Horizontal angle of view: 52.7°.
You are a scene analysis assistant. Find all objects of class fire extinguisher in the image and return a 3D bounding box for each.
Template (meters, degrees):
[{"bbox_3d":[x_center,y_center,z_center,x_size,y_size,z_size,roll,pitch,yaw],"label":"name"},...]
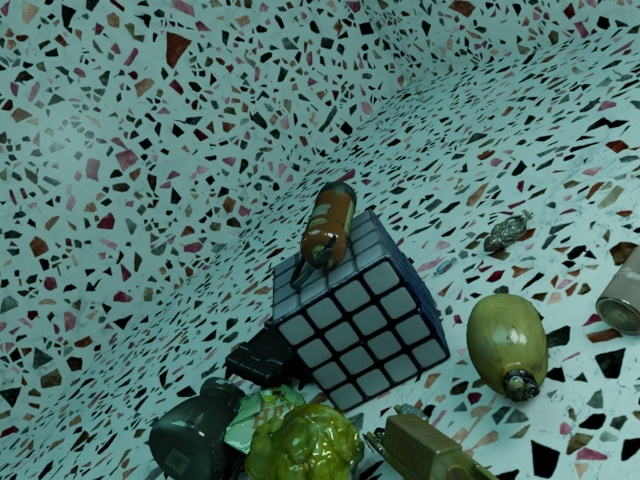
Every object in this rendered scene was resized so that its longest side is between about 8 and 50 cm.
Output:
[{"bbox_3d":[0.011,0.002,1.644,0.376,0.113,0.200,-73,0,-61],"label":"fire extinguisher"}]

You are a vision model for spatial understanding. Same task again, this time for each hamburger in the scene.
[{"bbox_3d":[-0.140,0.473,1.674,0.235,0.125,0.214,3,52,46],"label":"hamburger"}]

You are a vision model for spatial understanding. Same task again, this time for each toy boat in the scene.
[{"bbox_3d":[0.227,0.421,1.224,0.136,0.162,0.445,-39,21,-14],"label":"toy boat"}]

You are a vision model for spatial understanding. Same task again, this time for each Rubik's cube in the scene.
[{"bbox_3d":[0.097,0.176,1.711,0.344,0.337,0.344,-32,20,10],"label":"Rubik's cube"}]

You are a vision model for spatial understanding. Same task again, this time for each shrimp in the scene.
[{"bbox_3d":[0.541,-0.029,1.846,0.190,0.074,0.073,-29,-13,-10],"label":"shrimp"}]

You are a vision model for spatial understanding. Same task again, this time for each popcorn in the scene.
[{"bbox_3d":[-0.036,0.479,1.419,0.277,0.225,0.276,-27,21,11],"label":"popcorn"}]

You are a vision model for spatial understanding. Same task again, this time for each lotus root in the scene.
[{"bbox_3d":[0.394,0.233,1.344,0.183,0.182,0.310,-29,22,19],"label":"lotus root"}]

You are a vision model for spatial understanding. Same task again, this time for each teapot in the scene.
[{"bbox_3d":[-0.302,0.537,1.790,0.224,0.305,0.285,9,29,22],"label":"teapot"}]

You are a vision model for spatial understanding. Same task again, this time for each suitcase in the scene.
[{"bbox_3d":[-0.131,0.328,1.983,0.206,0.066,0.285,14,40,36],"label":"suitcase"}]

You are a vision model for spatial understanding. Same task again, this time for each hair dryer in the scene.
[{"bbox_3d":[0.732,0.110,1.239,0.189,0.106,0.344,-43,31,-23],"label":"hair dryer"}]

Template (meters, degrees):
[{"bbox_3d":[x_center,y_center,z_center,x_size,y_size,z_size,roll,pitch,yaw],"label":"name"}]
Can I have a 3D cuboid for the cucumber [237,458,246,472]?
[{"bbox_3d":[-0.172,0.553,1.746,0.036,0.033,0.184,-52,5,44],"label":"cucumber"}]

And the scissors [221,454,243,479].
[{"bbox_3d":[-0.201,0.545,1.790,0.109,0.022,0.300,-55,3,31],"label":"scissors"}]

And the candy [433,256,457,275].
[{"bbox_3d":[0.374,0.078,1.934,0.083,0.020,0.030,-38,19,-4],"label":"candy"}]

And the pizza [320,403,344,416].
[{"bbox_3d":[0.013,0.467,1.627,0.131,0.041,0.178,-39,18,9],"label":"pizza"}]

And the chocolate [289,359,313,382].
[{"bbox_3d":[-0.021,0.360,1.848,0.125,0.080,0.148,-49,3,5],"label":"chocolate"}]
